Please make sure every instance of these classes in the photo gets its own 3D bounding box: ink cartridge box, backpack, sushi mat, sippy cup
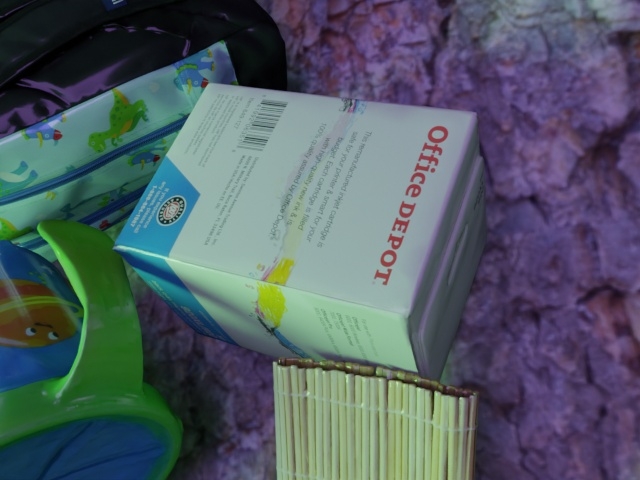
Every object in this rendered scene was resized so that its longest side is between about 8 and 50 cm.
[{"bbox_3d":[0.000,0.000,0.539,0.232,0.168,0.171,12,62,23],"label":"ink cartridge box"},{"bbox_3d":[-0.250,-0.134,0.644,0.355,0.273,0.290,-28,58,-25],"label":"backpack"},{"bbox_3d":[0.037,0.245,0.499,0.151,0.019,0.317,4,103,23],"label":"sushi mat"},{"bbox_3d":[-0.269,0.129,0.556,0.305,0.240,0.224,-34,57,-9],"label":"sippy cup"}]
